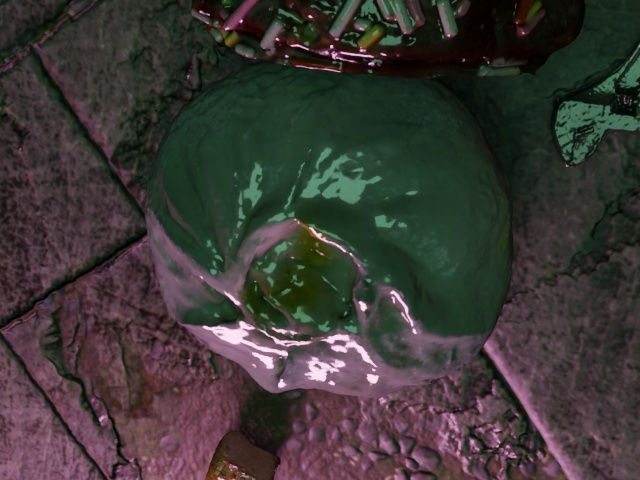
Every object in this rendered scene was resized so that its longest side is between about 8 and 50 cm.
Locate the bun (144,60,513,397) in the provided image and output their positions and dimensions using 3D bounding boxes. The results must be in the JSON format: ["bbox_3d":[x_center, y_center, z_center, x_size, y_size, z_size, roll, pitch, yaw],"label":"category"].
[{"bbox_3d":[0.000,0.000,0.825,0.362,0.211,0.362,9,124,14],"label":"bun"}]

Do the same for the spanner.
[{"bbox_3d":[0.317,-0.204,0.809,0.093,0.026,0.325,31,109,4],"label":"spanner"}]

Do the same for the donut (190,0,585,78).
[{"bbox_3d":[0.049,-0.222,0.744,0.345,0.259,0.136,7,114,12],"label":"donut"}]

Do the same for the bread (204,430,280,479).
[{"bbox_3d":[-0.095,0.270,1.012,0.076,0.083,0.070,31,101,0],"label":"bread"}]
